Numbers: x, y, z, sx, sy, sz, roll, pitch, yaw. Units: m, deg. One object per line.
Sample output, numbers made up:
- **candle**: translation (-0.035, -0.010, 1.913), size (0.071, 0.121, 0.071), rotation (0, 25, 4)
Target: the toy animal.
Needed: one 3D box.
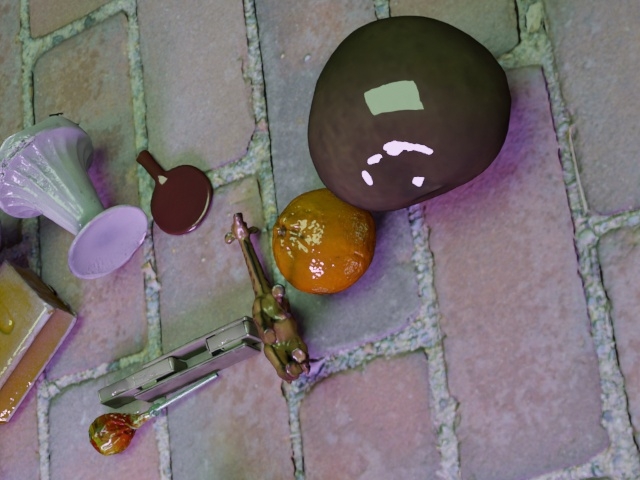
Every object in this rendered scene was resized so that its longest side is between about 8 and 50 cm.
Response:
- **toy animal**: translation (-0.065, 0.076, 1.835), size (0.054, 0.149, 0.275), rotation (-19, 31, -3)

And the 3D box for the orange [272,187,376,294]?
- **orange**: translation (0.001, 0.002, 1.802), size (0.136, 0.117, 0.135), rotation (6, 98, 42)

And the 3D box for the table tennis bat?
- **table tennis bat**: translation (-0.207, -0.072, 2.023), size (0.098, 0.019, 0.154), rotation (-49, 58, 9)

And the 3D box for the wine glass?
- **wine glass**: translation (-0.346, -0.055, 2.022), size (0.165, 0.165, 0.196), rotation (-49, 58, 8)

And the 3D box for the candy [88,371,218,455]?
- **candy**: translation (-0.217, 0.220, 1.913), size (0.201, 0.060, 0.060), rotation (-29, 60, 13)

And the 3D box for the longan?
- **longan**: translation (0.106, -0.149, 1.730), size (0.246, 0.215, 0.246), rotation (-2, 88, 50)

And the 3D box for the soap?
- **soap**: translation (-0.455, 0.159, 2.066), size (0.140, 0.073, 0.232), rotation (40, 97, 40)

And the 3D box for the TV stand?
- **TV stand**: translation (-0.184, 0.167, 1.913), size (0.249, 0.036, 0.042), rotation (-26, 63, 23)

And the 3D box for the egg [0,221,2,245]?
- **egg**: translation (-0.546, 0.011, 2.071), size (0.232, 0.176, 0.176), rotation (-41, 55, 32)
